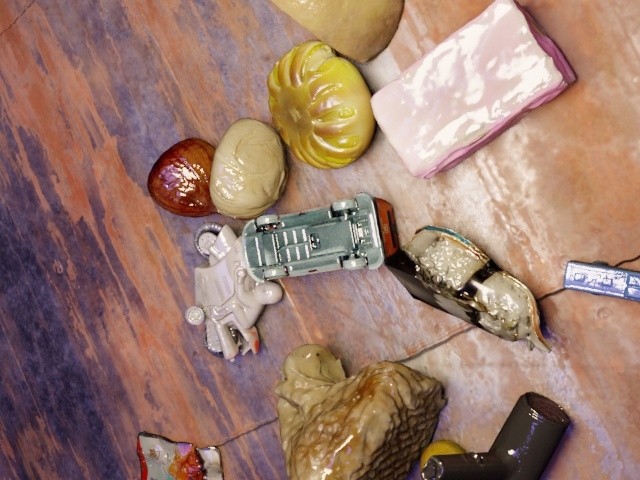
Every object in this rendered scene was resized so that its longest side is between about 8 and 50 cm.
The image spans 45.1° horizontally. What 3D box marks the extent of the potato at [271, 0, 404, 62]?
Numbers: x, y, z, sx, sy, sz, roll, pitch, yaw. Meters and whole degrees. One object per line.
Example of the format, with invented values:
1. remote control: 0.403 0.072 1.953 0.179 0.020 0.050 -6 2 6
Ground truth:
1. potato: 0.018 -0.432 1.179 0.211 0.189 0.264 -43 76 27

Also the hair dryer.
1. hair dryer: 0.247 0.330 1.139 0.089 0.251 0.197 42 116 43

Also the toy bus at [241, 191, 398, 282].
1. toy bus: 0.000 0.000 1.293 0.265 0.119 0.122 -11 89 31

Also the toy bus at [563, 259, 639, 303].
1. toy bus: 0.426 0.061 1.099 0.152 0.061 0.051 11 97 29

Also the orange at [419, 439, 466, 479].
1. orange: 0.201 0.370 1.252 0.085 0.095 0.085 4 100 22

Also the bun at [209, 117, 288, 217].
1. bun: -0.111 -0.116 1.312 0.113 0.166 0.173 14 80 11

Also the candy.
1. candy: 0.222 -0.221 1.143 0.265 0.115 0.156 -34 78 27

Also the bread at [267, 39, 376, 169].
1. bread: -0.009 -0.213 1.259 0.213 0.104 0.214 25 130 35

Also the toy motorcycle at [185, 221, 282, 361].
1. toy motorcycle: -0.151 0.094 1.408 0.170 0.110 0.261 1 103 17

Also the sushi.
1. sushi: 0.248 0.067 1.175 0.272 0.134 0.109 24 77 34

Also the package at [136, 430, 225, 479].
1. package: -0.288 0.484 1.576 0.231 0.040 0.166 2 99 30

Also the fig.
1. fig: -0.212 -0.080 1.404 0.201 0.133 0.146 46 126 6

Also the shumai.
1. shumai: 0.013 0.289 1.235 0.262 0.314 0.267 24 121 29
